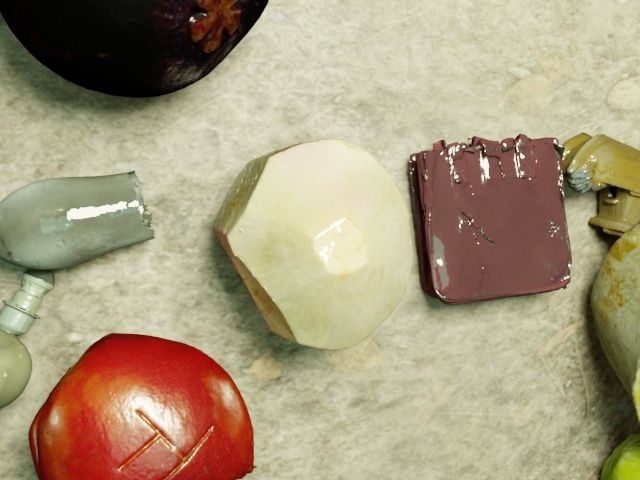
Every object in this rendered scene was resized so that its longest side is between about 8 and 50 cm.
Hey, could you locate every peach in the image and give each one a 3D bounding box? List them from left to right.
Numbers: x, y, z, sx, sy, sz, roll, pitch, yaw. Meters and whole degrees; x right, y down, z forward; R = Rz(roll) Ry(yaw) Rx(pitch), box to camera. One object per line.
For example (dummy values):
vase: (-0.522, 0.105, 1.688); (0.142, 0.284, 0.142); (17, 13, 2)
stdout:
peach: (-0.181, 0.211, 0.635); (0.226, 0.196, 0.190); (38, 117, -11)

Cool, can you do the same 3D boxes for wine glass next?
wine glass: (-0.297, -0.017, 0.634); (0.222, 0.103, 0.103); (-15, 97, -19)

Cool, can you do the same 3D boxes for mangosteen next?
mangosteen: (-0.203, -0.294, 0.585); (0.302, 0.275, 0.275); (39, 82, 20)

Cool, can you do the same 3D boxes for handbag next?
handbag: (0.221, -0.031, 0.781); (0.203, 0.074, 0.216); (-9, 94, -14)

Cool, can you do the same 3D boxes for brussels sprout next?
brussels sprout: (0.464, 0.349, 0.843); (0.155, 0.117, 0.155); (4, 83, -34)

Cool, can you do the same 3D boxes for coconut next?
coconut: (0.000, 0.000, 0.648); (0.197, 0.237, 0.237); (-26, 99, -13)

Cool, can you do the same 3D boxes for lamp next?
lamp: (-0.342, 0.101, 0.647); (0.091, 0.091, 0.163); (28, 69, -14)

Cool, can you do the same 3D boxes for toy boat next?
toy boat: (0.463, -0.047, 0.834); (0.321, 0.089, 0.121); (21, 94, -16)

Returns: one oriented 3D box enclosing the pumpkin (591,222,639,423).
pumpkin: (0.520, 0.101, 0.775); (0.332, 0.199, 0.332); (-2, 114, -4)
